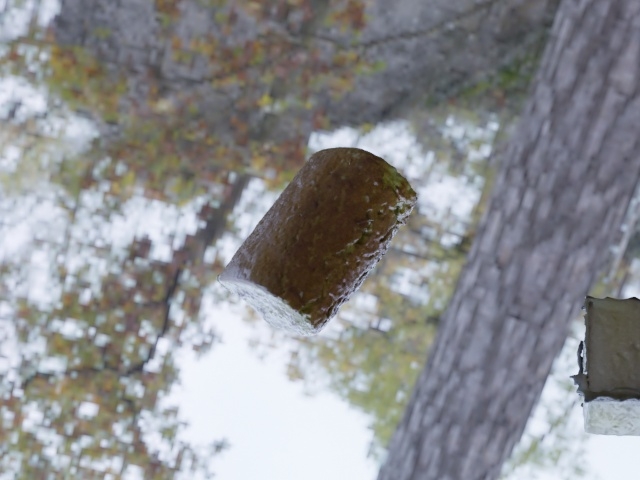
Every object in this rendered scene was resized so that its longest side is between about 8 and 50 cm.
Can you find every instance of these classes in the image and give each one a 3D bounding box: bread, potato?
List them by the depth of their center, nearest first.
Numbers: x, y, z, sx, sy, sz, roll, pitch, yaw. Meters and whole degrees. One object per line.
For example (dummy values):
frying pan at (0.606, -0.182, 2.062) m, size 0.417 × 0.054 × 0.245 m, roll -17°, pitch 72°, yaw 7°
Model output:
potato at (0.253, 0.107, 1.250) m, size 0.086 × 0.061 × 0.122 m, roll 2°, pitch -137°, yaw 10°
bread at (0.000, 0.000, 1.392) m, size 0.103 × 0.172 × 0.132 m, roll 45°, pitch 163°, yaw -24°
